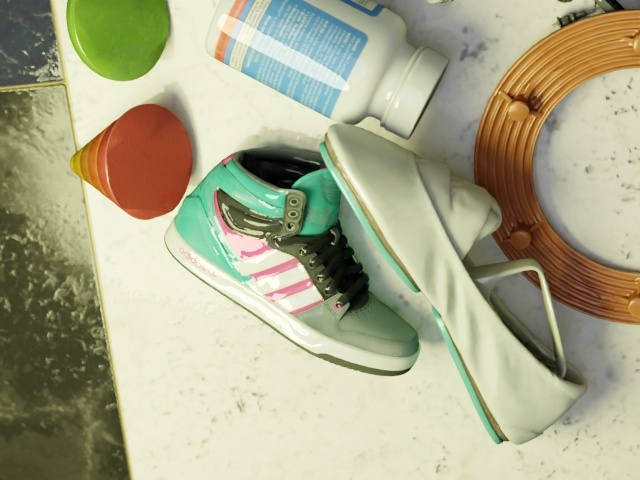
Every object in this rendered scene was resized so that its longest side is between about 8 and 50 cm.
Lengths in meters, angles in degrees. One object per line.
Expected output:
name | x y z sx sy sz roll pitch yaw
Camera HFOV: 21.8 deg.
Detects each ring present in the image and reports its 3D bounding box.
ring | 0.316 -0.063 1.637 0.336 0.032 0.337 6 115 12

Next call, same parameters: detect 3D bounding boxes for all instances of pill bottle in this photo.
pill bottle | 0.009 -0.188 1.640 0.221 0.124 0.124 28 110 4

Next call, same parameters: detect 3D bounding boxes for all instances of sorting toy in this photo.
sorting toy | -0.238 -0.201 1.719 0.126 0.127 0.366 1 105 43

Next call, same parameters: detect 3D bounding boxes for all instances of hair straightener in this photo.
hair straightener | 0.248 -0.243 1.612 0.230 0.047 0.089 36 110 -6

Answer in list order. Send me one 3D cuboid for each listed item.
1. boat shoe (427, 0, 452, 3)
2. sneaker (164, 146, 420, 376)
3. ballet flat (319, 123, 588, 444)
boat shoe | 0.114 -0.342 1.608 0.070 0.078 0.219 -16 101 -20
sneaker | 0.000 0.000 1.704 0.295 0.124 0.178 30 119 3
ballet flat | 0.146 0.026 1.662 0.139 0.139 0.400 -25 111 17
